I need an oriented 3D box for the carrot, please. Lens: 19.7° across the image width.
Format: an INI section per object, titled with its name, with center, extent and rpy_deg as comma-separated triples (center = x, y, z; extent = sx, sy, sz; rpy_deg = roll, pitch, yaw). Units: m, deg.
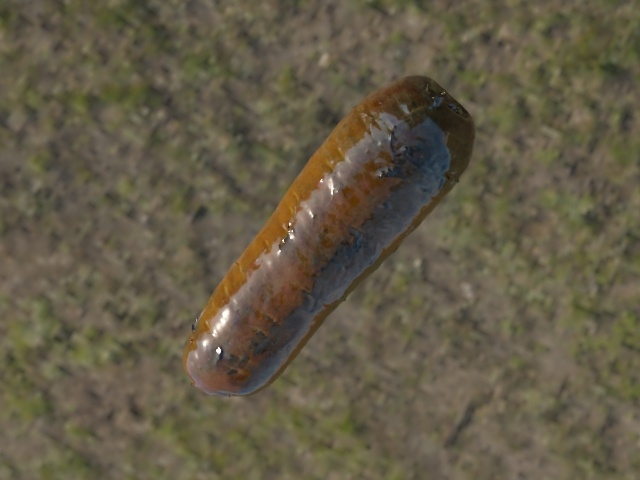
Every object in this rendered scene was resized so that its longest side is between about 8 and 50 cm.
[carrot]
center = 0.000, 0.000, 0.855
extent = 0.060, 0.060, 0.186
rpy_deg = 38, 104, -13
